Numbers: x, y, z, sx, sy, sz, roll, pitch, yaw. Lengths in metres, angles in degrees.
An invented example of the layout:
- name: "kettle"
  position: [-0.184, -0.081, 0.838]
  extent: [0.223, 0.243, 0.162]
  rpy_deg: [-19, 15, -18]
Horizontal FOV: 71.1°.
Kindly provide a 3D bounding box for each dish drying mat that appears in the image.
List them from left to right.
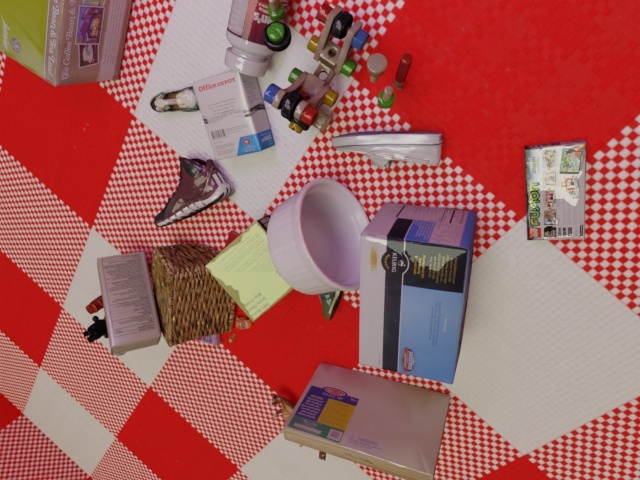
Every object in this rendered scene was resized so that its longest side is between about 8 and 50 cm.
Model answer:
- name: "dish drying mat"
  position: [-0.274, 0.007, 1.377]
  extent: [0.032, 0.008, 0.083]
  rpy_deg: [33, 121, 7]

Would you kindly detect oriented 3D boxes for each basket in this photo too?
- name: "basket"
  position: [-0.413, 0.156, 1.458]
  extent: [0.213, 0.223, 0.299]
  rpy_deg: [41, 131, 45]

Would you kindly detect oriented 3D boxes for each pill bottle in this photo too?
- name: "pill bottle"
  position: [-0.146, -0.500, 1.020]
  extent: [0.121, 0.121, 0.221]
  rpy_deg: [28, 121, 11]

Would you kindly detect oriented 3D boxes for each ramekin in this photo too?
- name: "ramekin"
  position: [0.000, 0.000, 1.096]
  extent: [0.135, 0.277, 0.277]
  rpy_deg: [-22, 102, 39]

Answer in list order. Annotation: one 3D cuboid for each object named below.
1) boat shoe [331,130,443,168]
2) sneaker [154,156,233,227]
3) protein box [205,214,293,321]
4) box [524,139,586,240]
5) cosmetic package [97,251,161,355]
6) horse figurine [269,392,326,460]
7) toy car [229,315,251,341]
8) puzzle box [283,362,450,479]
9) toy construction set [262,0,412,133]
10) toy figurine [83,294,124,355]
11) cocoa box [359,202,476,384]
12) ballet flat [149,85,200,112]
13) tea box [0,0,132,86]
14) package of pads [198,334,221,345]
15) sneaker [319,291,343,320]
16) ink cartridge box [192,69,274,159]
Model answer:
- name: "boat shoe"
  position: [0.148, -0.206, 1.033]
  extent: [0.258, 0.095, 0.084]
  rpy_deg: [6, 111, 24]
- name: "sneaker"
  position: [-0.399, -0.154, 1.318]
  extent: [0.281, 0.106, 0.163]
  rpy_deg: [-23, 97, 21]
- name: "protein box"
  position: [-0.164, 0.073, 1.248]
  extent: [0.199, 0.136, 0.201]
  rpy_deg: [-40, 92, 13]
- name: "box"
  position: [0.497, -0.102, 0.951]
  extent: [0.114, 0.036, 0.207]
  rpy_deg: [-1, 112, 25]
- name: "cosmetic package"
  position: [-0.624, 0.202, 1.457]
  extent: [0.129, 0.153, 0.296]
  rpy_deg: [-49, 54, 55]
- name: "horse figurine"
  position: [-0.067, 0.630, 1.531]
  extent: [0.263, 0.066, 0.175]
  rpy_deg: [32, 128, 11]
- name: "toy car"
  position: [-0.268, 0.305, 1.489]
  extent: [0.060, 0.040, 0.122]
  rpy_deg: [26, 120, 13]
- name: "puzzle box"
  position: [0.134, 0.491, 1.252]
  extent: [0.408, 0.272, 0.052]
  rpy_deg: [8, 120, 22]
- name: "toy construction set"
  position: [0.031, -0.348, 0.997]
  extent: [0.308, 0.237, 0.258]
  rpy_deg: [7, 86, 4]
- name: "toy figurine"
  position: [-0.742, 0.294, 1.652]
  extent: [0.209, 0.148, 0.213]
  rpy_deg: [23, 118, 7]
- name: "cocoa box"
  position: [0.229, 0.114, 1.057]
  extent: [0.227, 0.231, 0.347]
  rpy_deg: [8, 116, 20]
- name: "ballet flat"
  position: [-0.387, -0.379, 1.222]
  extent: [0.188, 0.070, 0.070]
  rpy_deg: [-2, 111, 26]
- name: "tea box"
  position: [-0.694, -0.632, 1.158]
  extent: [0.323, 0.220, 0.329]
  rpy_deg: [35, 123, 8]
- name: "package of pads"
  position: [-0.386, 0.334, 1.563]
  extent: [0.083, 0.032, 0.050]
  rpy_deg: [10, 114, 21]
- name: "sneaker"
  position: [0.021, 0.128, 1.264]
  extent: [0.086, 0.064, 0.192]
  rpy_deg: [23, 115, 16]
- name: "ink cartridge box"
  position: [-0.222, -0.325, 1.156]
  extent: [0.148, 0.086, 0.203]
  rpy_deg: [-5, 110, 26]
